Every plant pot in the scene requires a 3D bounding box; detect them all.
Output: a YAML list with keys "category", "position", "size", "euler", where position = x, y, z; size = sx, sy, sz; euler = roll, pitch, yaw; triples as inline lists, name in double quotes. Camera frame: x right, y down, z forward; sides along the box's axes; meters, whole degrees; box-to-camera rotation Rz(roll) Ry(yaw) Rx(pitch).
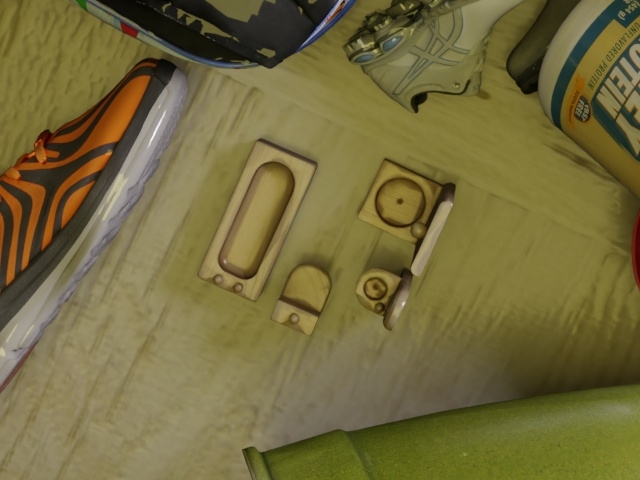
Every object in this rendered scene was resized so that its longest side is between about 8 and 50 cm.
- category: "plant pot"
  position: [0.172, 0.253, 1.244]
  size: [0.353, 0.366, 0.366]
  euler: [-21, 96, -5]

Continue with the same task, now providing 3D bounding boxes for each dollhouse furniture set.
- category: "dollhouse furniture set"
  position: [0.000, 0.000, 1.307]
  size: [0.151, 0.123, 0.144]
  euler: [24, 99, 1]

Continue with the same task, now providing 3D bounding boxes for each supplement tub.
- category: "supplement tub"
  position: [0.260, -0.083, 1.203]
  size: [0.144, 0.144, 0.199]
  euler: [-50, 62, 9]

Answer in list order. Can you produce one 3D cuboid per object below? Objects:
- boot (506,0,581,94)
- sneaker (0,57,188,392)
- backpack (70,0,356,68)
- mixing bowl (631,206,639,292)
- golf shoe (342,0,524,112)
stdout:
- category: "boot"
  position: [0.179, -0.240, 1.292]
  size: [0.161, 0.083, 0.246]
  euler: [40, 96, 7]
- category: "sneaker"
  position: [-0.244, -0.032, 1.322]
  size: [0.180, 0.124, 0.321]
  euler: [36, 99, -2]
- category: "backpack"
  position: [-0.079, -0.245, 1.237]
  size: [0.263, 0.213, 0.276]
  euler: [37, 106, 7]
- category: "mixing bowl"
  position: [0.321, 0.015, 1.283]
  size: [0.181, 0.098, 0.181]
  euler: [-6, 70, 19]
- category: "golf shoe"
  position: [0.103, -0.148, 1.284]
  size: [0.176, 0.069, 0.086]
  euler: [-22, 112, 47]
